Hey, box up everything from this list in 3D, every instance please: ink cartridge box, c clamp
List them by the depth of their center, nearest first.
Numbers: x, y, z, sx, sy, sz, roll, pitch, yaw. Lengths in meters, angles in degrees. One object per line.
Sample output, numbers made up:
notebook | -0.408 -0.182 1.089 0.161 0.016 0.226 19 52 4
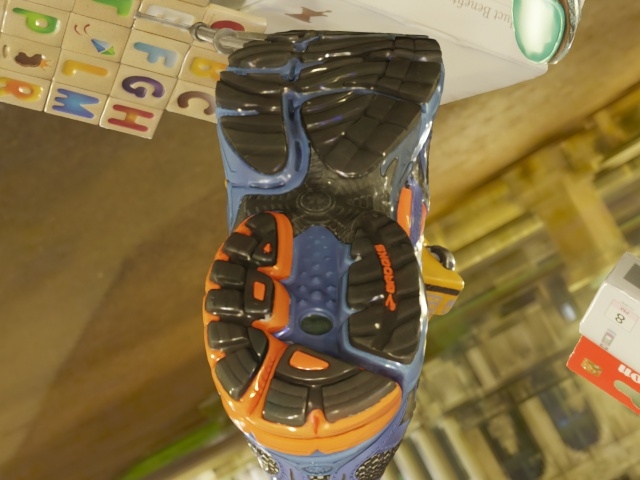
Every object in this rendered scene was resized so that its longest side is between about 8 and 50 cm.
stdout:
c clamp | -0.072 -0.167 1.124 0.137 0.022 0.160 6 -170 -24
ink cartridge box | 0.345 0.138 1.362 0.066 0.189 0.232 -45 161 -34

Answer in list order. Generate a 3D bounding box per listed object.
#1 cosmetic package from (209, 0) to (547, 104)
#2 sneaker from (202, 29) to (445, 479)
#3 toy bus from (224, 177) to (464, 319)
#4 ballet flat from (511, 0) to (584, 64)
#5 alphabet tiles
cosmetic package | 0.032 -0.372 1.453 0.329 0.394 0.327 14 166 -35
sneaker | 0.000 0.000 0.470 0.083 0.221 0.087 5 133 6
toy bus | 0.022 -0.012 1.584 0.108 0.333 0.130 13 118 -44
ballet flat | 0.189 -0.215 1.065 0.070 0.070 0.188 -27 150 -8
alphabet tiles | -0.235 -0.197 1.247 0.342 0.011 0.285 13 148 -15
